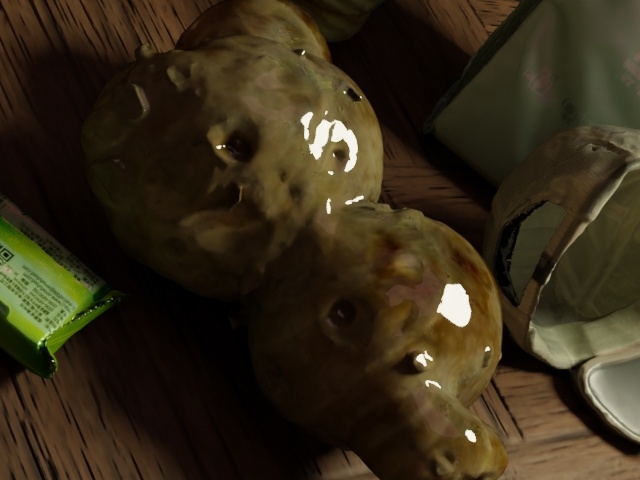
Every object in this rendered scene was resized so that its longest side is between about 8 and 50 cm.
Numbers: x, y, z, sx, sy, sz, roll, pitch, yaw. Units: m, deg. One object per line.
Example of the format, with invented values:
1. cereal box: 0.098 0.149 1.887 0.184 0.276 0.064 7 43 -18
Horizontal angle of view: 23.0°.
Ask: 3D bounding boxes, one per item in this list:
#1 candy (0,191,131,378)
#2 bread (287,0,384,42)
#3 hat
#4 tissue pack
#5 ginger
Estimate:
1. candy: -0.203 0.002 0.916 0.178 0.032 0.102 40 33 -2
2. bread: 0.048 -0.319 1.332 0.155 0.187 0.338 38 38 -9
3. hat: 0.253 0.018 1.157 0.275 0.232 0.161 19 39 -8
4. tissue pack: 0.347 -0.102 1.268 0.405 0.332 0.205 39 33 -5
5. ginger: 0.000 0.000 0.989 0.375 0.176 0.256 54 23 15
